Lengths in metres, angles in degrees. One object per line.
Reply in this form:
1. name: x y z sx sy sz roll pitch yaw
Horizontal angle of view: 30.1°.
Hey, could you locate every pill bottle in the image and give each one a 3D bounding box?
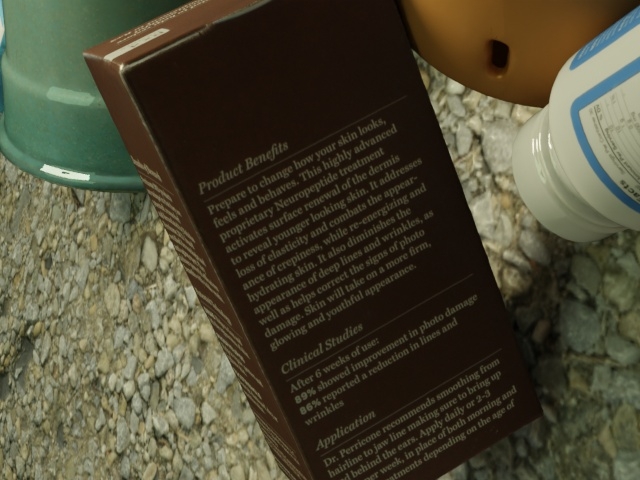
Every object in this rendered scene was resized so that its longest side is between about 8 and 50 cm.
1. pill bottle: 0.206 -0.077 0.661 0.221 0.124 0.124 -35 54 58

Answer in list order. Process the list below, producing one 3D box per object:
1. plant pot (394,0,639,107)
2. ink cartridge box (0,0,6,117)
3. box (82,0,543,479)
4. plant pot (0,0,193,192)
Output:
1. plant pot: 0.158 -0.226 0.780 0.203 0.291 0.290 108 152 -48
2. ink cartridge box: -0.320 -0.237 1.566 0.197 0.270 0.198 -60 37 35
3. box: 0.000 0.000 0.867 0.143 0.191 0.381 32 147 63
4. plant pot: -0.168 -0.269 1.147 0.341 0.341 0.334 -131 32 -52
